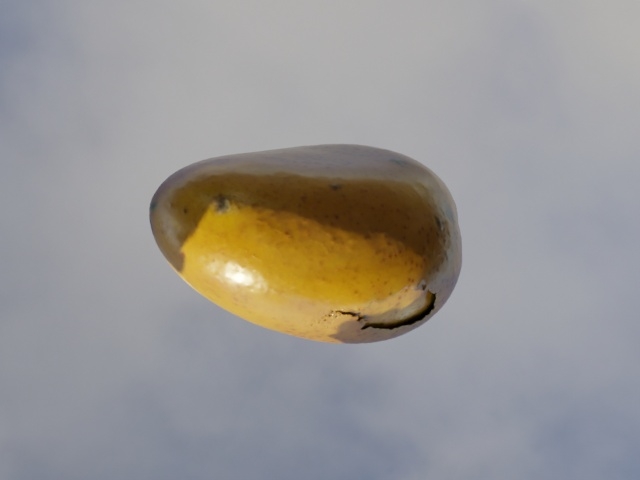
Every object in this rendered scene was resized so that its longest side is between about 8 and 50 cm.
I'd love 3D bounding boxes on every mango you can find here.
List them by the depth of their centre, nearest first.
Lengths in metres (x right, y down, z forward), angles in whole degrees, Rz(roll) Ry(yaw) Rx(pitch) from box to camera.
[{"bbox_3d":[0.000,0.000,0.676,0.290,0.160,0.191,4,-154,-38],"label":"mango"}]
